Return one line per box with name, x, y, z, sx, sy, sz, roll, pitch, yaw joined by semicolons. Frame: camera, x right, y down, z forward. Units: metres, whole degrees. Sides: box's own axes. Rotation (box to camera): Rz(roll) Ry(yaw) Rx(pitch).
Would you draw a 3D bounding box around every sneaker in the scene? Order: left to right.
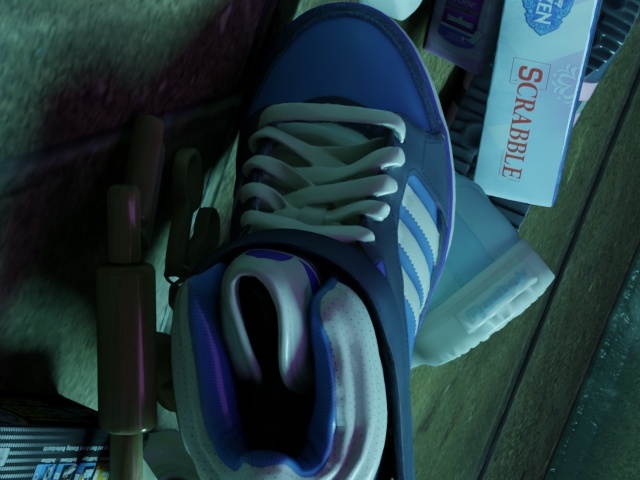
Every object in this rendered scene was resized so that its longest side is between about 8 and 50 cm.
sneaker;-0.001;0.000;1.043;0.236;0.130;0.323;62;33;-78
sneaker;0.059;0.006;1.411;0.135;0.150;0.366;-35;180;-15
sneaker;0.163;-0.120;1.641;0.319;0.112;0.131;-58;180;-16

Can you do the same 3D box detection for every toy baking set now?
toy baking set;-0.077;0.060;1.055;0.197;0.030;0.256;-18;110;-75

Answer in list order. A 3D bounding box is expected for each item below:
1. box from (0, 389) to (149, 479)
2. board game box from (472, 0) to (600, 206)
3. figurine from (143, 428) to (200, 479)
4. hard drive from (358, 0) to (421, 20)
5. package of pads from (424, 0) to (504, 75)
box;-0.186;0.180;0.949;0.270;0.060;0.216;25;85;-75
board game box;0.184;-0.245;1.394;0.319;0.066;0.318;96;9;-47
figurine;-0.049;0.124;1.308;0.215;0.092;0.209;-63;169;-7
hard drive;0.065;-0.298;1.110;0.233;0.047;0.353;-62;165;-12
package of pads;0.109;-0.167;1.444;0.032;0.050;0.083;-50;159;-45
